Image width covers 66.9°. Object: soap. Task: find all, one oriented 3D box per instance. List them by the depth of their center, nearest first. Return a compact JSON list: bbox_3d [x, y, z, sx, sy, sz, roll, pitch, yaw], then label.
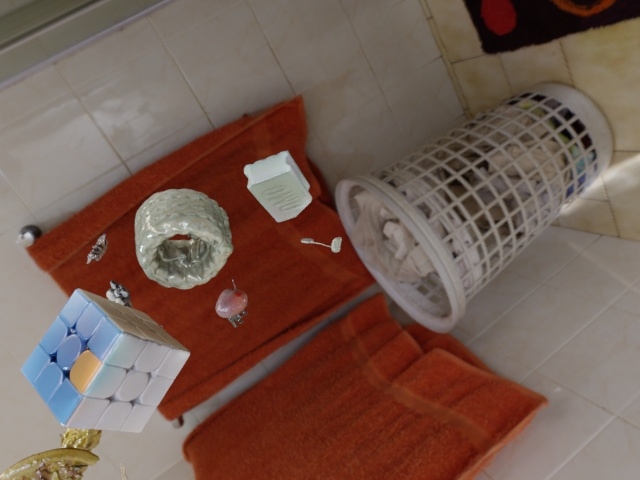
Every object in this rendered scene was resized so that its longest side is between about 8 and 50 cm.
[{"bbox_3d":[-0.138,-0.183,1.721,0.289,0.172,0.095,54,-160,-61],"label":"soap"}]

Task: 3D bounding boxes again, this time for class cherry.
[{"bbox_3d":[-0.324,0.224,1.744,0.106,0.126,0.087,27,150,40],"label":"cherry"}]

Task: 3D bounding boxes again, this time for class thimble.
[{"bbox_3d":[-0.417,-0.008,1.485,0.291,0.291,0.195,71,179,-49],"label":"thimble"}]

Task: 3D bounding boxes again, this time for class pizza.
[{"bbox_3d":[-1.054,0.891,1.878,0.268,0.258,0.087,46,161,-24],"label":"pizza"}]

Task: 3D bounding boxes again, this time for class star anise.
[{"bbox_3d":[-0.921,0.044,1.999,0.056,0.129,0.124,27,150,-7],"label":"star anise"}]

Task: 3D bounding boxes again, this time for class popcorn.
[{"bbox_3d":[-1.011,0.828,2.066,0.163,0.194,0.140,36,175,-16],"label":"popcorn"}]

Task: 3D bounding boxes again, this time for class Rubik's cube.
[{"bbox_3d":[-0.631,0.362,1.445,0.291,0.290,0.291,26,170,34],"label":"Rubik's cube"}]

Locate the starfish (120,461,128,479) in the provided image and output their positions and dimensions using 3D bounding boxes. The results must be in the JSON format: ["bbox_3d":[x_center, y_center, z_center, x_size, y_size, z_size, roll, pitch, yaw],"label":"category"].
[{"bbox_3d":[-0.998,1.295,2.473,0.231,0.048,0.295,-45,64,36],"label":"starfish"}]

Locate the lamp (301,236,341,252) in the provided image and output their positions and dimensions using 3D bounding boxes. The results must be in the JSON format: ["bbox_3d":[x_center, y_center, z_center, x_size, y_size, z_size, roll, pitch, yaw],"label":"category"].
[{"bbox_3d":[0.000,0.000,1.810,0.198,0.050,0.056,14,109,45],"label":"lamp"}]

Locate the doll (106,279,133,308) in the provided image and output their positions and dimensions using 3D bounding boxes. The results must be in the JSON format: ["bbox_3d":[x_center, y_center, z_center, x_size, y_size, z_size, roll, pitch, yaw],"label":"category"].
[{"bbox_3d":[-0.734,0.223,1.785,0.091,0.067,0.219,34,142,12],"label":"doll"}]

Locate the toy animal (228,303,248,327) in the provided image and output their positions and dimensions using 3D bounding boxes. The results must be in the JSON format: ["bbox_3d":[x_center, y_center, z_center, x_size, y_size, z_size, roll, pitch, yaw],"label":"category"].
[{"bbox_3d":[-0.320,0.275,1.892,0.065,0.047,0.136,42,126,14],"label":"toy animal"}]
